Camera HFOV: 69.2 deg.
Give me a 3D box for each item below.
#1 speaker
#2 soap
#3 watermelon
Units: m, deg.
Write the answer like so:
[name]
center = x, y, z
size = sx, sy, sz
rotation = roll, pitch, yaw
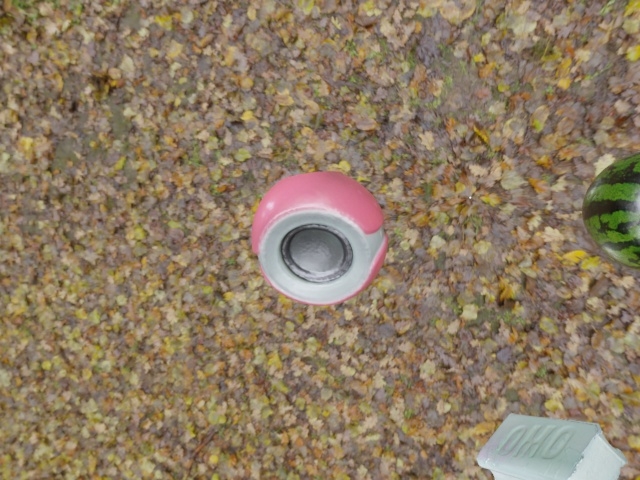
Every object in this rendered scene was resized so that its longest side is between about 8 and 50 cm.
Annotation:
[speaker]
center = 0.000, 0.000, 1.006
size = 0.295, 0.294, 0.293
rotation = 2, 96, 18
[soap]
center = 0.431, 0.418, 0.889
size = 0.094, 0.261, 0.150
rotation = 46, 68, 1
[watermelon]
center = 0.748, -0.067, 1.021
size = 0.286, 0.285, 0.284
rotation = 2, 96, 18
